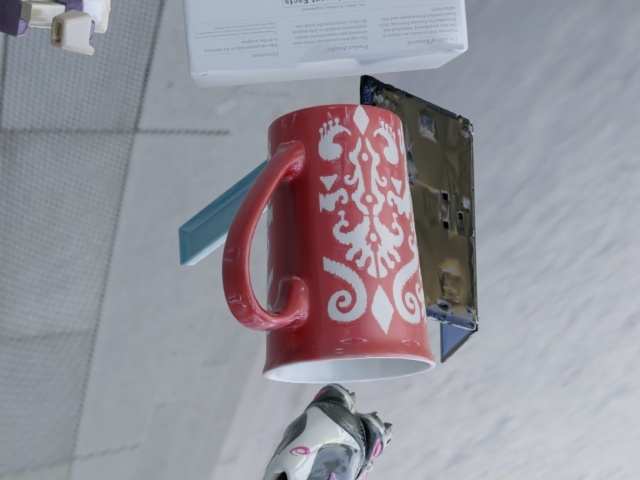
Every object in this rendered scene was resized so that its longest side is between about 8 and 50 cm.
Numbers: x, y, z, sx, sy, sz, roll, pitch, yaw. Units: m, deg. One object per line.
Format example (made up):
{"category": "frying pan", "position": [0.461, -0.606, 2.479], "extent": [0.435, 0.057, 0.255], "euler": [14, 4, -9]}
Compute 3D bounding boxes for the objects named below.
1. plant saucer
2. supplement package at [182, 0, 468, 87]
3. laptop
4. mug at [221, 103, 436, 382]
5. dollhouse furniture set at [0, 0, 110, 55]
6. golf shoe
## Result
{"category": "plant saucer", "position": [-0.085, -0.042, 1.442], "extent": [0.192, 0.067, 0.018], "euler": [-36, 126, 21]}
{"category": "supplement package", "position": [-0.003, -0.238, 1.282], "extent": [0.262, 0.145, 0.204], "euler": [-5, -177, -3]}
{"category": "laptop", "position": [0.092, -0.013, 1.367], "extent": [0.264, 0.234, 0.136], "euler": [17, 156, -42]}
{"category": "mug", "position": [0.010, -0.001, 0.839], "extent": [0.113, 0.169, 0.150], "euler": [-6, 165, 15]}
{"category": "dollhouse furniture set", "position": [-0.145, -0.179, 0.799], "extent": [0.081, 0.091, 0.114], "euler": [-7, 113, -47]}
{"category": "golf shoe", "position": [-0.024, 0.253, 1.213], "extent": [0.120, 0.105, 0.273], "euler": [-35, 148, -42]}
